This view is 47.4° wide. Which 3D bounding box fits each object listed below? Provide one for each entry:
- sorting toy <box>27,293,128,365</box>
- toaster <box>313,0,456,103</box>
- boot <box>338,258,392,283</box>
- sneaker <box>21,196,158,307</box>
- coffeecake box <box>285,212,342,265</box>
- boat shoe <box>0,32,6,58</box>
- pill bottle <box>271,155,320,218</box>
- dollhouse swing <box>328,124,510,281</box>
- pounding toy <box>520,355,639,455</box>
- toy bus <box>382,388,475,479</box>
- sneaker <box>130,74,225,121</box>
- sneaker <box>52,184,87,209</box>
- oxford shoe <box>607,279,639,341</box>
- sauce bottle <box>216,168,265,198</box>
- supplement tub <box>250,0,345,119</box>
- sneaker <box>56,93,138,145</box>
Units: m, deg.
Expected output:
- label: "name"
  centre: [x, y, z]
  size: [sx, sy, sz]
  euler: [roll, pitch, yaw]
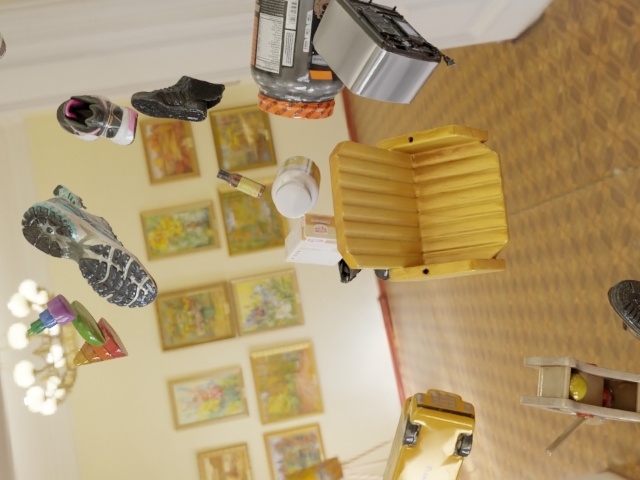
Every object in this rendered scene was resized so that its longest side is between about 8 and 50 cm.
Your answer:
- label: "sorting toy"
  centre: [-0.593, 0.235, 1.756]
  size: [0.127, 0.126, 0.365]
  euler: [53, 173, 21]
- label: "toaster"
  centre: [0.104, -0.328, 1.261]
  size: [0.186, 0.168, 0.110]
  euler: [54, 128, 29]
- label: "boot"
  centre: [0.129, 0.060, 2.198]
  size: [0.091, 0.229, 0.263]
  euler: [17, 132, 33]
- label: "sneaker"
  centre: [-0.415, 0.010, 1.387]
  size: [0.283, 0.110, 0.122]
  euler: [41, -157, -10]
- label: "coffeecake box"
  centre: [0.000, 0.000, 1.880]
  size: [0.185, 0.142, 0.068]
  euler: [132, 141, -62]
- label: "boat shoe"
  centre: [-0.852, -0.447, 1.675]
  size: [0.097, 0.324, 0.117]
  euler: [67, -148, -62]
- label: "pill bottle"
  centre: [-0.071, -0.153, 2.135]
  size: [0.246, 0.136, 0.136]
  euler: [-84, -13, -68]
- label: "dollhouse swing"
  centre: [0.233, -0.093, 1.680]
  size: [0.305, 0.315, 0.347]
  euler: [12, -108, -61]
- label: "pounding toy"
  centre: [0.440, 0.283, 1.196]
  size: [0.269, 0.154, 0.155]
  euler: [23, -109, -45]
- label: "toy bus"
  centre: [0.175, 0.390, 1.259]
  size: [0.130, 0.108, 0.333]
  euler: [-74, -5, -61]
- label: "sneaker"
  centre: [-0.268, -0.274, 1.378]
  size: [0.051, 0.170, 0.089]
  euler: [121, 153, -55]
- label: "sneaker"
  centre: [-0.522, -0.079, 1.554]
  size: [0.098, 0.038, 0.069]
  euler: [43, -179, 39]
- label: "oxford shoe"
  centre: [0.531, 0.131, 1.209]
  size: [0.096, 0.227, 0.083]
  euler: [-2, 61, 54]
- label: "sauce bottle"
  centre: [-0.208, -0.151, 1.901]
  size: [0.042, 0.128, 0.042]
  euler: [-155, 90, -86]
- label: "supplement tub"
  centre: [-0.033, -0.429, 1.474]
  size: [0.207, 0.207, 0.338]
  euler: [-111, 26, -63]
- label: "sneaker"
  centre: [-0.335, -0.184, 1.039]
  size: [0.178, 0.077, 0.072]
  euler: [11, 86, 43]
